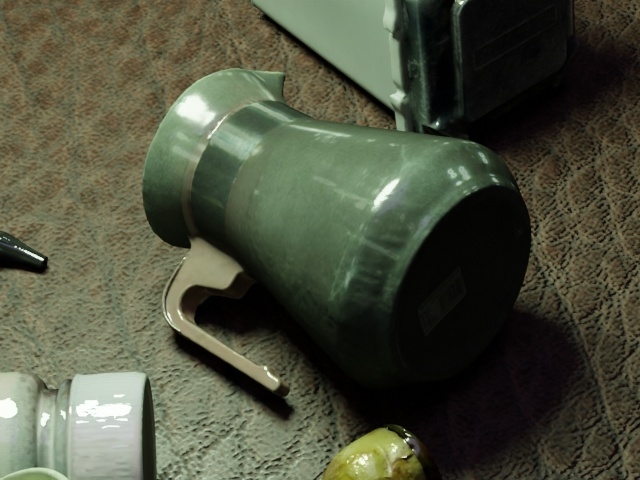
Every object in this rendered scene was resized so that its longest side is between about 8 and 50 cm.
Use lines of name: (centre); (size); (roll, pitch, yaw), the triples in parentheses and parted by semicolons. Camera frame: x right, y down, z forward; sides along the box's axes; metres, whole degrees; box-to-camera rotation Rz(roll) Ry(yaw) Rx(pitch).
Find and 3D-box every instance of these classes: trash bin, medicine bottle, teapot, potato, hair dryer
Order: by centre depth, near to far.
medicine bottle: (-0.287, 0.198, 1.698); (0.273, 0.165, 0.165); (-3, 44, -2)
potato: (0.043, 0.221, 1.729); (0.096, 0.066, 0.103); (31, 56, 34)
teapot: (0.000, 0.000, 1.858); (0.344, 0.253, 0.300); (28, 83, 37)
hair dryer: (-0.334, 0.031, 1.977); (0.079, 0.031, 0.083); (23, 63, 13)
trash bin: (0.088, -0.314, 2.128); (0.256, 0.296, 0.368); (-32, 45, -25)

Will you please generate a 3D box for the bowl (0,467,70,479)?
bowl: (-0.240, 0.335, 1.534); (0.277, 0.145, 0.277); (-33, 32, 25)
